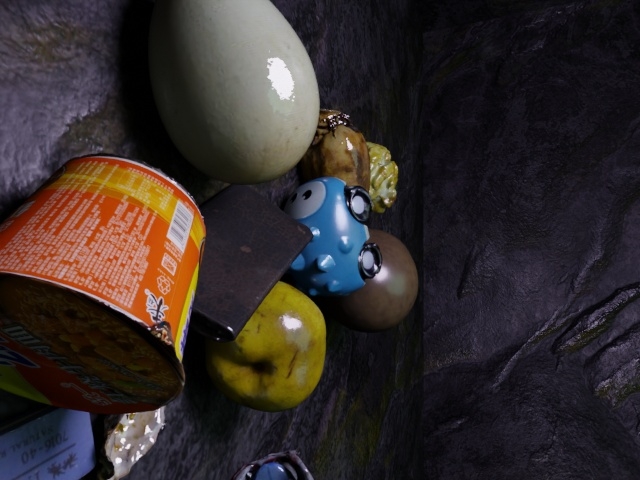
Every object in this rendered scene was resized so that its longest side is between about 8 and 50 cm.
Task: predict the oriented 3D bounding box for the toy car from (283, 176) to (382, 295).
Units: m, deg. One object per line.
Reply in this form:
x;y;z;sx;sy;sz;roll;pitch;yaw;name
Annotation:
0.000;0.000;0.970;0.190;0.188;0.255;-14;97;-44;toy car

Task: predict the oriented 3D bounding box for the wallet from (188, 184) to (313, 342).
-0.131;0.014;0.706;0.044;0.170;0.321;-59;178;31;wallet

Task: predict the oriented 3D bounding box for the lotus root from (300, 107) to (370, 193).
0.037;-0.160;1.095;0.141;0.169;0.314;-24;119;-33;lotus root

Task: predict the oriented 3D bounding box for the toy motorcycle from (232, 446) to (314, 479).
-0.030;0.513;0.824;0.241;0.182;0.319;-55;136;-57;toy motorcycle

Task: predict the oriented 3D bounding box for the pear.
-0.082;0.157;0.731;0.200;0.200;0.200;-3;90;-68;pear

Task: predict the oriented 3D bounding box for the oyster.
-0.222;0.206;0.557;0.148;0.051;0.103;-55;155;-56;oyster

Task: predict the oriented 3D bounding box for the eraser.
-0.287;0.209;0.413;0.225;0.036;0.082;-13;98;-68;eraser

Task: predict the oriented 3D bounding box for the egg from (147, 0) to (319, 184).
-0.122;-0.220;0.643;0.295;0.218;0.218;67;27;-14;egg

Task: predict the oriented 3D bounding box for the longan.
0.116;0.097;1.160;0.258;0.258;0.258;-3;90;-68;longan

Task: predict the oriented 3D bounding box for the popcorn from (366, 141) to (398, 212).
0.128;-0.172;1.316;0.221;0.184;0.204;8;93;-81;popcorn

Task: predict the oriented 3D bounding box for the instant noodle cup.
-0.205;0.035;0.437;0.174;0.213;0.213;-82;157;-44;instant noodle cup
